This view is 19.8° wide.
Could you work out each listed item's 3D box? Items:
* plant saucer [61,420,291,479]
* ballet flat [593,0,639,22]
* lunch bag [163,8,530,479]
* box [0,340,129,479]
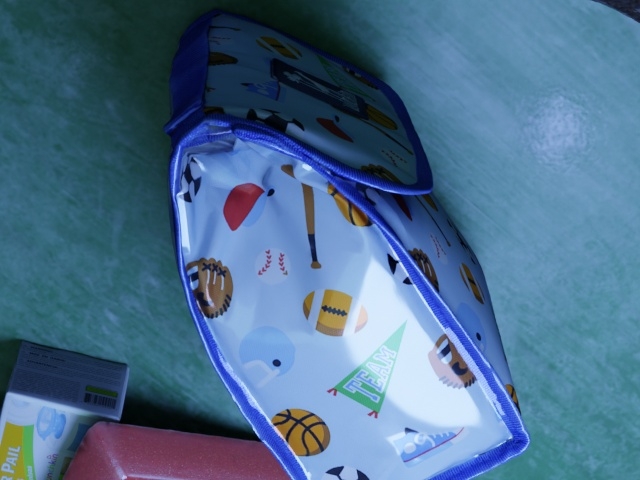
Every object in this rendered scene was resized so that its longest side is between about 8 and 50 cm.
[{"bbox_3d":[-0.160,0.305,1.790,0.258,0.048,0.259,13,114,-39],"label":"plant saucer"},{"bbox_3d":[0.242,-0.247,1.599,0.249,0.058,0.084,25,149,-5],"label":"ballet flat"},{"bbox_3d":[0.000,0.000,1.564,0.239,0.328,0.385,-31,110,9],"label":"lunch bag"},{"bbox_3d":[-0.268,0.219,1.793,0.114,0.103,0.203,14,115,-7],"label":"box"}]
